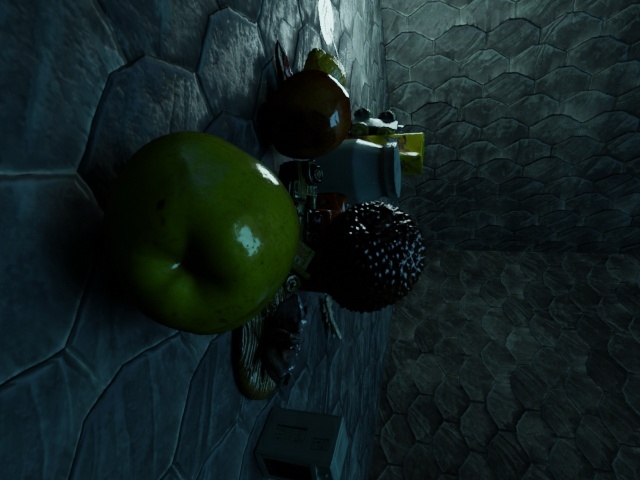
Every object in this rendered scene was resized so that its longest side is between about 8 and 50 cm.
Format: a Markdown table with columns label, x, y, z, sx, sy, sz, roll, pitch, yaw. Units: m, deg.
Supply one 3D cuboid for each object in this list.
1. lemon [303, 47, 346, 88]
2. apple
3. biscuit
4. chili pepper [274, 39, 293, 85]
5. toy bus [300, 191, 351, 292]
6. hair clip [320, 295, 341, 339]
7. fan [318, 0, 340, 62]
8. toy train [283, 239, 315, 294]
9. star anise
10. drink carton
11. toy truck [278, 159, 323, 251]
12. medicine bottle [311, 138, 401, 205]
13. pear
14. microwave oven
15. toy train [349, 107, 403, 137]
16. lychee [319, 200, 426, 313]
| label | x | y | z | sx | sy | sz | roll | pitch | yaw |
| --- | --- | --- | --- | --- | --- | --- | --- | --- | --- |
| lemon | 0.010 | -0.520 | 1.316 | 0.142 | 0.142 | 0.187 | -72 | 150 | -42 |
| apple | -0.035 | -0.319 | 1.069 | 0.230 | 0.229 | 0.230 | 1 | 90 | -72 |
| biscuit | -0.135 | 0.247 | 1.067 | 0.318 | 0.040 | 0.319 | 0 | 90 | -72 |
| chili pepper | -0.090 | -0.430 | 1.165 | 0.050 | 0.059 | 0.268 | 52 | -15 | 50 |
| toy bus | 0.000 | 0.000 | 1.311 | 0.153 | 0.142 | 0.330 | 20 | 75 | -61 |
| hair clip | 0.035 | 0.296 | 1.591 | 0.062 | 0.056 | 0.214 | -45 | 127 | -43 |
| fan | 0.045 | -0.817 | 1.620 | 0.329 | 0.009 | 0.191 | 58 | 37 | -59 |
| toy train | -0.102 | 0.032 | 0.973 | 0.225 | 0.090 | 0.137 | 43 | 72 | -46 |
| star anise | -0.077 | 0.231 | 1.005 | 0.236 | 0.092 | 0.230 | -66 | 167 | -68 |
| drink carton | 0.261 | -0.367 | 1.759 | 0.111 | 0.350 | 0.155 | 69 | 29 | -49 |
| toy truck | -0.074 | -0.093 | 1.118 | 0.127 | 0.127 | 0.258 | 15 | 76 | -56 |
| medicine bottle | 0.136 | -0.242 | 1.478 | 0.245 | 0.289 | 0.246 | 0 | 90 | -72 |
| pear | -0.165 | -0.011 | 0.598 | 0.294 | 0.293 | 0.295 | 1 | 90 | -72 |
| microwave oven | -0.044 | 0.547 | 1.089 | 0.162 | 0.207 | 0.123 | -63 | 149 | -54 |
| toy train | 0.236 | -0.486 | 1.856 | 0.178 | 0.260 | 0.134 | 89 | 13 | -56 |
| lychee | 0.144 | 0.046 | 1.152 | 0.306 | 0.305 | 0.331 | -68 | 169 | -48 |
